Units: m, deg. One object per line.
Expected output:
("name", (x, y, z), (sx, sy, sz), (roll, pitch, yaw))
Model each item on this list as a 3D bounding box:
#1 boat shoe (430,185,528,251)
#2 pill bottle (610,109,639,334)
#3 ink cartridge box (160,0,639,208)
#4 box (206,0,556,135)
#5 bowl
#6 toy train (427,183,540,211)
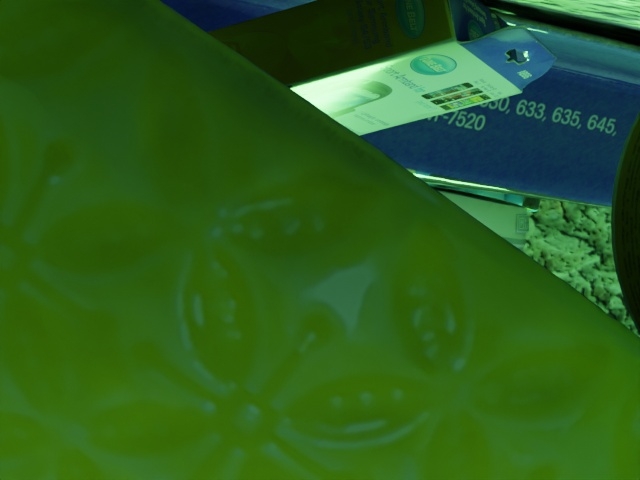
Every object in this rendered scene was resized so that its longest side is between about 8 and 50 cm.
("boat shoe", (0.000, 0.000, 0.879), (0.184, 0.063, 0.066), (8, -177, 6))
("pill bottle", (0.131, -0.003, 0.437), (0.118, 0.117, 0.208), (9, -178, -2))
("ink cartridge box", (-0.022, -0.063, 0.779), (0.304, 0.072, 0.307), (9, -176, -26))
("box", (0.003, -0.053, 0.618), (0.136, 0.028, 0.081), (-16, 168, 17))
("bowl", (-0.049, 0.039, 0.446), (0.289, 0.156, 0.289), (34, 180, 0))
("toy train", (0.099, -0.058, 1.423), (0.105, 0.080, 0.184), (0, 176, 20))
